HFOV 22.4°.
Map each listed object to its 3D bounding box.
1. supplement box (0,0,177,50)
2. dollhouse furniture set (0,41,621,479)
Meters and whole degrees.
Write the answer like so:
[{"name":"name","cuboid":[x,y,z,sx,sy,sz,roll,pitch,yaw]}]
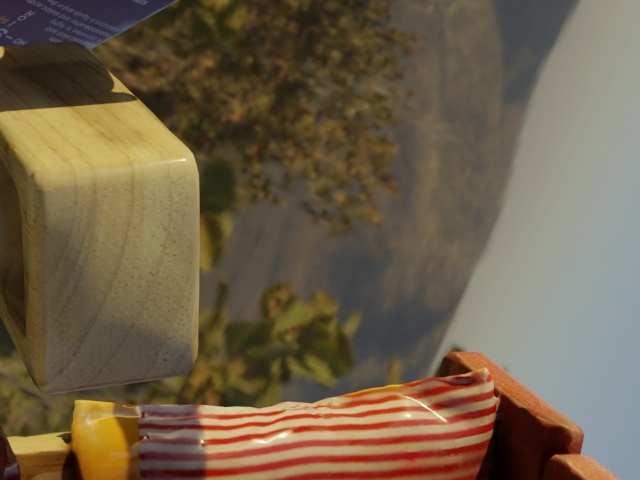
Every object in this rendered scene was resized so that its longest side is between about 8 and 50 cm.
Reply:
[{"name":"supplement box","cuboid":[-0.145,-0.120,0.655,0.188,0.104,0.081,-26,163,20]},{"name":"dollhouse furniture set","cuboid":[0.000,0.000,0.455,0.152,0.201,0.374,-136,-133,-58]}]
